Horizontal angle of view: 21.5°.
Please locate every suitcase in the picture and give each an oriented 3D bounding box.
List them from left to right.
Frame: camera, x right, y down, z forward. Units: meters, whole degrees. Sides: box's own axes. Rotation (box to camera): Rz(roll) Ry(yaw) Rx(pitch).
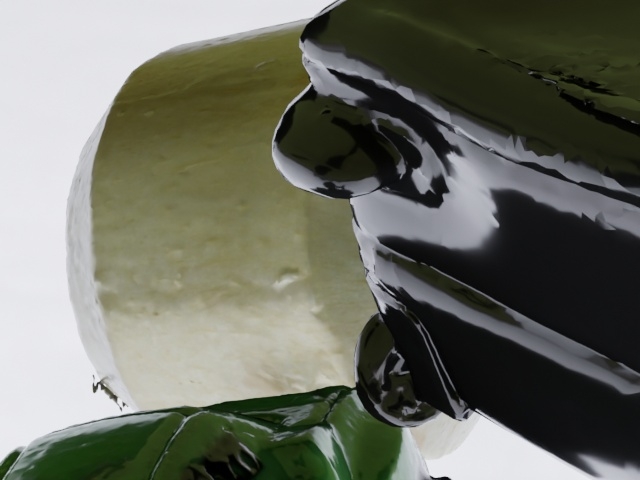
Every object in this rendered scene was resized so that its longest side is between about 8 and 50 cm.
[{"bbox_3d":[0.198,-0.036,0.552,0.339,0.188,0.345,-32,-151,-21],"label":"suitcase"}]

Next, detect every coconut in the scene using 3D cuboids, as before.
[{"bbox_3d":[0.000,0.000,1.094,0.323,0.323,0.323,3,-148,-2],"label":"coconut"}]

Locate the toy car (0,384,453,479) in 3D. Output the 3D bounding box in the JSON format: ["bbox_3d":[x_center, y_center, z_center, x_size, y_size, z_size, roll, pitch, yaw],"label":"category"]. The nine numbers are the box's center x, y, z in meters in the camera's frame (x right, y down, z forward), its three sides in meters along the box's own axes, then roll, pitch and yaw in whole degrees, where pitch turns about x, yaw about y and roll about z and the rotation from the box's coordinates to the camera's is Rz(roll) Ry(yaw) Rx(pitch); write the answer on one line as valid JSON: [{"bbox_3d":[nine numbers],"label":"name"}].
[{"bbox_3d":[-0.066,0.152,0.618,0.213,0.176,0.359,-12,-157,17],"label":"toy car"}]
